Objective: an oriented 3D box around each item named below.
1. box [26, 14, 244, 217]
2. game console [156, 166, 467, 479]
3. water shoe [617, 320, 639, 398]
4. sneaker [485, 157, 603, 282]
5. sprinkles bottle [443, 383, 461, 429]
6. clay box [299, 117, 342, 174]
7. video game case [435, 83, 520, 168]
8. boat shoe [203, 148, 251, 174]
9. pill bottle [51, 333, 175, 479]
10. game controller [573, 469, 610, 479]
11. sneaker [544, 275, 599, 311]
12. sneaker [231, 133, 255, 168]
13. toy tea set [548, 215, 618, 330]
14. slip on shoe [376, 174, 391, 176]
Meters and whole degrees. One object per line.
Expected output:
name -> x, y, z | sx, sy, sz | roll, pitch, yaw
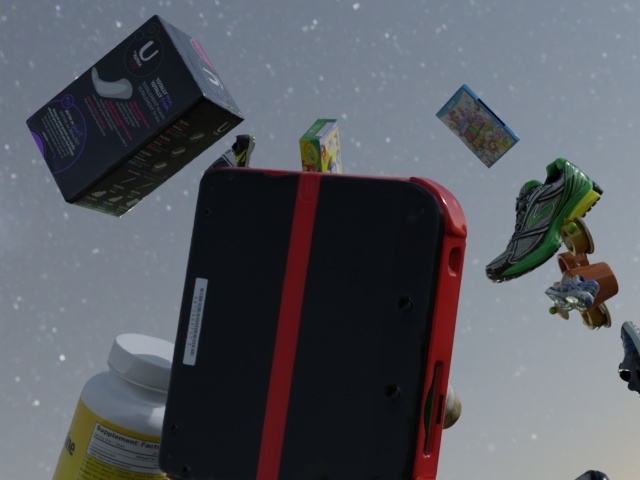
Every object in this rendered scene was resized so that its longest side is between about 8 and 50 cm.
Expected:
box -> -0.281, -0.183, 1.532 | 0.270, 0.165, 0.143 | -35, -19, 14
game console -> -0.016, 0.110, 1.145 | 0.341, 0.387, 0.060 | 5, -7, 30
water shoe -> 0.554, 0.208, 1.782 | 0.080, 0.073, 0.203 | -47, 8, 16
sneaker -> 0.468, -0.041, 2.229 | 0.343, 0.146, 0.134 | -48, 5, -20
sprinkles bottle -> 0.258, 0.365, 2.501 | 0.121, 0.121, 0.355 | -31, -33, 4
clay box -> 0.006, -0.144, 2.225 | 0.127, 0.053, 0.222 | -55, -37, -55
video game case -> 0.334, -0.243, 2.150 | 0.015, 0.166, 0.119 | -43, -3, -34
boat shoe -> -0.132, -0.056, 2.175 | 0.105, 0.306, 0.113 | -40, 1, -5
pill bottle -> -0.310, 0.327, 1.598 | 0.188, 0.187, 0.334 | 10, -78, -55
game controller -> 0.392, 0.458, 1.555 | 0.067, 0.167, 0.319 | 16, -21, 7
sneaker -> 0.459, 0.093, 1.819 | 0.058, 0.052, 0.135 | -50, 15, -13
sneaker -> -0.133, -0.145, 1.660 | 0.035, 0.031, 0.083 | 7, -49, -17
toy tea set -> 0.543, 0.107, 2.188 | 0.124, 0.200, 0.336 | -22, -33, -3
slip on shoe -> 0.000, 0.000, 1.578 | 0.331, 0.101, 0.123 | -22, -33, -17
